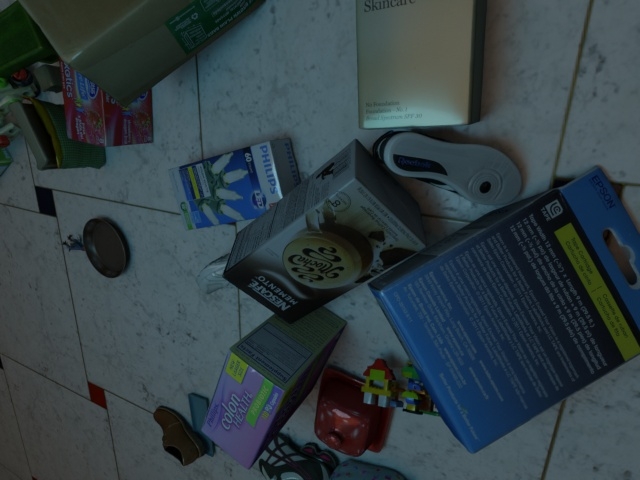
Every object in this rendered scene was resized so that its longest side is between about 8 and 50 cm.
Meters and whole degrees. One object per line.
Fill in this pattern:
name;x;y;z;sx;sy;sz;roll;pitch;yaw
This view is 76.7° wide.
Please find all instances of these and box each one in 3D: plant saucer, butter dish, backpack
plant saucer;-0.574;0.019;1.090;0.168;0.029;0.168;10;111;26
plant saucer;-0.328;0.510;1.123;0.067;0.018;0.192;7;110;26
butter dish;0.046;0.369;0.815;0.160;0.118;0.160;18;114;23
backpack;0.104;0.540;0.838;0.182;0.152;0.115;-2;89;32

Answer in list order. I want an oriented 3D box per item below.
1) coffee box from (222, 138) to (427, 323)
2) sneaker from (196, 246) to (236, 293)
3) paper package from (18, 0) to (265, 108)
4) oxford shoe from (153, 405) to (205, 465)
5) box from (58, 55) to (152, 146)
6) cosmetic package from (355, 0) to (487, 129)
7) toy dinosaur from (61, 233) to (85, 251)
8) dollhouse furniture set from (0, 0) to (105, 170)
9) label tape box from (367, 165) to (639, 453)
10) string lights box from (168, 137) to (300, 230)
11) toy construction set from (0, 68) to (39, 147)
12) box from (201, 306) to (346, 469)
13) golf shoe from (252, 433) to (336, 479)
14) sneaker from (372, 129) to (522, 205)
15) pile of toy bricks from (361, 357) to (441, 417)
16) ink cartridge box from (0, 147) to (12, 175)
coffee box;0.000;0.000;0.676;0.297;0.119;0.168;-35;120;30
sneaker;-0.171;0.074;0.857;0.232;0.090;0.115;-34;92;33
paper package;-0.308;-0.440;0.640;0.325;0.168;0.309;-37;87;1
oxford shoe;-0.421;0.549;1.144;0.212;0.076;0.076;25;121;33
box;-0.445;-0.335;0.847;0.123;0.128;0.256;16;112;21
cosmetic package;0.138;-0.314;0.549;0.160;0.113;0.309;4;109;27
toy dinosaur;-0.694;0.013;1.160;0.082;0.047;0.090;28;151;8
dollhouse furniture set;-0.557;-0.318;0.891;0.151;0.197;0.301;-18;100;15
label tape box;0.281;0.088;0.579;0.348;0.115;0.249;-30;91;-4
string lights box;-0.169;-0.106;0.801;0.260;0.077;0.133;-8;102;30
toy construction set;-0.847;-0.400;1.000;0.327;0.215;0.151;62;156;-11
box;-0.082;0.254;0.774;0.117;0.243;0.213;31;117;17
golf shoe;-0.099;0.528;0.946;0.273;0.120;0.105;-4;105;31
sneaker;0.185;-0.121;0.610;0.217;0.121;0.079;16;108;-14
pile of toy bricks;0.189;0.254;0.724;0.212;0.118;0.105;-5;68;39
ink cartridge box;-0.979;-0.307;1.167;0.255;0.097;0.188;-26;92;29
